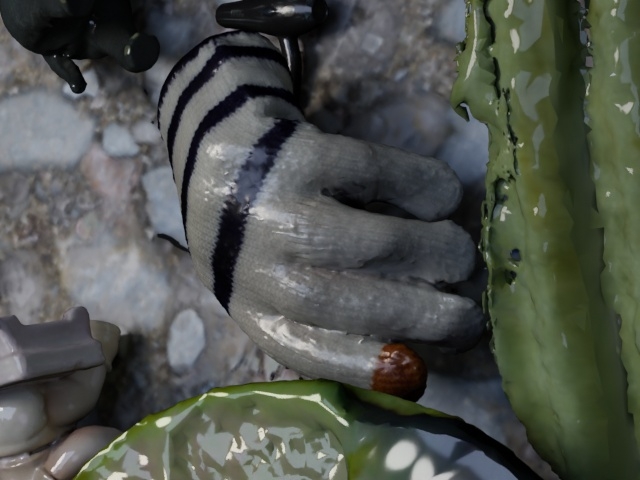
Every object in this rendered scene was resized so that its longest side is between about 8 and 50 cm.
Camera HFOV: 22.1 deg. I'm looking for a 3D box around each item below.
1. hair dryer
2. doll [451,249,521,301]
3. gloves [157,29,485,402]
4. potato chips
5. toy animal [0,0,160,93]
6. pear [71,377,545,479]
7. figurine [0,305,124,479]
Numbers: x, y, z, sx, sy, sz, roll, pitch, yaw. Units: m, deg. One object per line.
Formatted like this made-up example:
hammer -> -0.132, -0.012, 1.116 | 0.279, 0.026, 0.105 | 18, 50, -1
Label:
hair dryer -> -0.029, -0.109, 0.982 | 0.079, 0.031, 0.083 | 1, 93, 41
doll -> 0.160, -0.038, 0.844 | 0.114, 0.057, 0.227 | 46, 109, 30
gloves -> -0.011, -0.004, 0.886 | 0.140, 0.131, 0.218 | -55, 45, 35
potato chips -> 0.242, -0.037, 0.759 | 0.358, 0.070, 0.429 | -6, 94, 17
toy animal -> -0.136, -0.223, 1.005 | 0.137, 0.082, 0.269 | 5, 88, 58
pear -> 0.010, 0.269, 0.826 | 0.399, 0.165, 0.399 | -3, 83, 24
figurine -> -0.166, 0.173, 0.962 | 0.182, 0.144, 0.256 | -14, 81, 24
